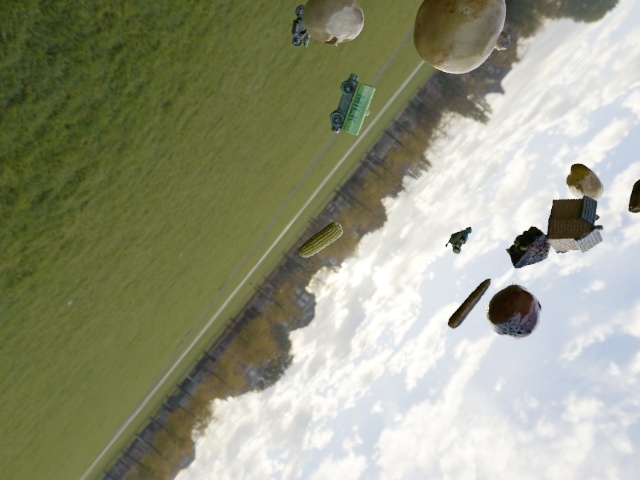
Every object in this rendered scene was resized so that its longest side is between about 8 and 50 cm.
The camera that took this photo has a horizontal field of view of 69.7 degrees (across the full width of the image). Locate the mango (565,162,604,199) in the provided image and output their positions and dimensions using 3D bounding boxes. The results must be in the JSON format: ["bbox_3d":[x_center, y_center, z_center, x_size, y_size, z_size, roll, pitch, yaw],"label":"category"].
[{"bbox_3d":[1.119,-0.240,1.960,0.262,0.157,0.109,23,113,-46],"label":"mango"}]

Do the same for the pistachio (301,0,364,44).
[{"bbox_3d":[0.038,-0.776,1.585,0.187,0.187,0.299,-51,-145,5],"label":"pistachio"}]

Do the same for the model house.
[{"bbox_3d":[0.931,-0.056,1.658,0.172,0.166,0.183,-2,-111,43],"label":"model house"}]

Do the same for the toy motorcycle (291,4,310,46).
[{"bbox_3d":[-0.069,-0.982,2.109,0.124,0.061,0.193,-17,144,-24],"label":"toy motorcycle"}]

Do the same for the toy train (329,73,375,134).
[{"bbox_3d":[0.139,-0.578,1.982,0.105,0.157,0.253,-84,-166,-69],"label":"toy train"}]

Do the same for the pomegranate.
[{"bbox_3d":[0.501,-0.751,1.599,0.342,0.342,0.342,-51,-178,2],"label":"pomegranate"}]

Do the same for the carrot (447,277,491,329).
[{"bbox_3d":[0.703,0.293,2.167,0.314,0.066,0.066,-62,177,26],"label":"carrot"}]

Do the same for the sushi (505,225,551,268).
[{"bbox_3d":[0.968,0.020,2.111,0.153,0.172,0.150,-88,174,-52],"label":"sushi"}]

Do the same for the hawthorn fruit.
[{"bbox_3d":[0.685,0.231,1.634,0.181,0.181,0.235,-48,-161,51],"label":"hawthorn fruit"}]

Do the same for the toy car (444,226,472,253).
[{"bbox_3d":[0.746,-0.017,2.483,0.126,0.098,0.161,-53,161,-31],"label":"toy car"}]

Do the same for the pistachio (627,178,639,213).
[{"bbox_3d":[1.186,-0.183,1.686,0.173,0.049,0.089,-58,-137,10],"label":"pistachio"}]

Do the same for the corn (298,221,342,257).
[{"bbox_3d":[0.000,0.000,1.846,0.203,0.072,0.072,-36,-175,11],"label":"corn"}]
